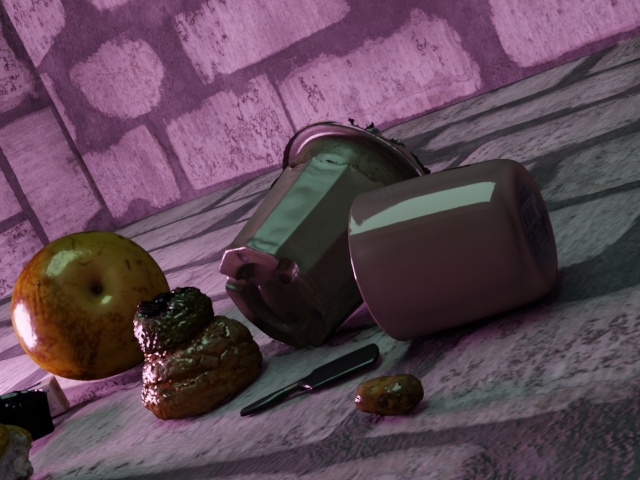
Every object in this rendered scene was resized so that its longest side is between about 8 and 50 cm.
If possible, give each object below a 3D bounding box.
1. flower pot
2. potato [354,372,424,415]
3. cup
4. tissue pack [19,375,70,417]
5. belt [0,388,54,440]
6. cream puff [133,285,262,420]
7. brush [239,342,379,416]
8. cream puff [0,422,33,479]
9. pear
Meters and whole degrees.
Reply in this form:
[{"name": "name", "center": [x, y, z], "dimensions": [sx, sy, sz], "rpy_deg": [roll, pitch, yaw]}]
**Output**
[{"name": "flower pot", "center": [0.000, 0.000, 1.527], "dimensions": [0.290, 0.290, 0.259], "rpy_deg": [-12, 28, 50]}, {"name": "potato", "center": [0.073, 0.165, 1.124], "dimensions": [0.083, 0.040, 0.051], "rpy_deg": [-13, 7, 42]}, {"name": "cup", "center": [0.181, 0.012, 1.297], "dimensions": [0.200, 0.192, 0.253], "rpy_deg": [-16, -19, 26]}, {"name": "tissue pack", "center": [-0.472, 0.272, 1.774], "dimensions": [0.083, 0.062, 0.042], "rpy_deg": [-25, 13, 7]}, {"name": "belt", "center": [-0.515, 0.293, 1.650], "dimensions": [0.198, 0.078, 0.151], "rpy_deg": [-15, 5, -38]}, {"name": "cream puff", "center": [-0.190, 0.142, 1.480], "dimensions": [0.183, 0.169, 0.183], "rpy_deg": [-23, 11, 5]}, {"name": "brush", "center": [-0.014, 0.177, 1.320], "dimensions": [0.193, 0.016, 0.063], "rpy_deg": [-24, 11, 8]}, {"name": "cream puff", "center": [-0.458, 0.301, 1.431], "dimensions": [0.121, 0.156, 0.156], "rpy_deg": [-5, 16, 12]}, {"name": "pear", "center": [-0.395, 0.115, 1.836], "dimensions": [0.280, 0.281, 0.281], "rpy_deg": [-25, 11, 5]}]
